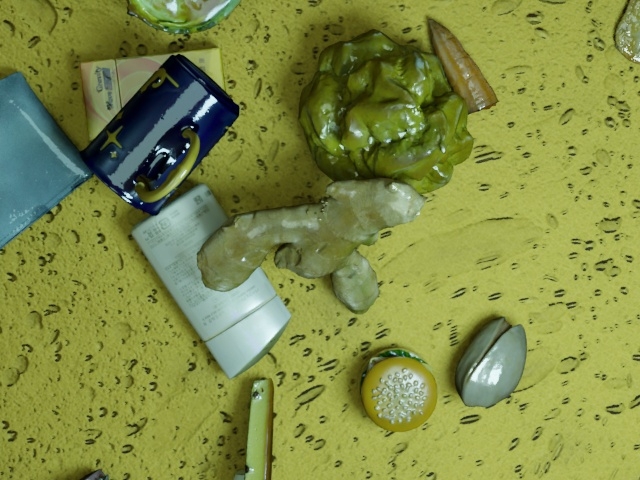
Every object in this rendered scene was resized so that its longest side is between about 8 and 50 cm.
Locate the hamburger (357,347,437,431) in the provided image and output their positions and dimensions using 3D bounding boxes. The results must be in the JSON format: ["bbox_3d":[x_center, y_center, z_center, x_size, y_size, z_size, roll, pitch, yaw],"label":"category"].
[{"bbox_3d":[0.147,0.285,1.911,0.162,0.115,0.162,0,95,1],"label":"hamburger"}]

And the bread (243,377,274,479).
[{"bbox_3d":[-0.116,0.383,1.919,0.049,0.088,0.226,2,71,2],"label":"bread"}]

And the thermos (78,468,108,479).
[{"bbox_3d":[-0.393,0.574,1.930,0.265,0.146,0.176,49,118,4],"label":"thermos"}]

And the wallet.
[{"bbox_3d":[-0.611,-0.140,1.903,0.290,0.054,0.251,-39,93,4],"label":"wallet"}]

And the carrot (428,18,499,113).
[{"bbox_3d":[0.258,-0.332,1.892,0.072,0.072,0.205,-30,87,2],"label":"carrot"}]

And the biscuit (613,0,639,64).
[{"bbox_3d":[0.649,-0.451,1.895,0.118,0.029,0.247,26,94,-3],"label":"biscuit"}]

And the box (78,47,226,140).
[{"bbox_3d":[-0.313,-0.277,1.896,0.269,0.043,0.152,-5,96,0],"label":"box"}]

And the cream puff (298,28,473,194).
[{"bbox_3d":[0.118,-0.224,1.803,0.291,0.257,0.324,-24,95,-2],"label":"cream puff"}]

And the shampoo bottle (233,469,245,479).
[{"bbox_3d":[-0.141,0.531,1.965,0.077,0.045,0.152,7,95,-1],"label":"shampoo bottle"}]

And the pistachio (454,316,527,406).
[{"bbox_3d":[0.326,0.235,1.903,0.124,0.124,0.185,22,88,-2],"label":"pistachio"}]

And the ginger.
[{"bbox_3d":[-0.013,-0.015,1.784,0.363,0.122,0.348,17,130,-13],"label":"ginger"}]

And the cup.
[{"bbox_3d":[-0.258,-0.169,1.780,0.256,0.178,0.255,-47,59,6],"label":"cup"}]

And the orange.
[{"bbox_3d":[-0.267,-0.541,1.802,0.334,0.196,0.262,45,108,1],"label":"orange"}]

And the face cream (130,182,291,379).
[{"bbox_3d":[-0.198,0.078,1.908,0.173,0.081,0.348,-34,94,0],"label":"face cream"}]
